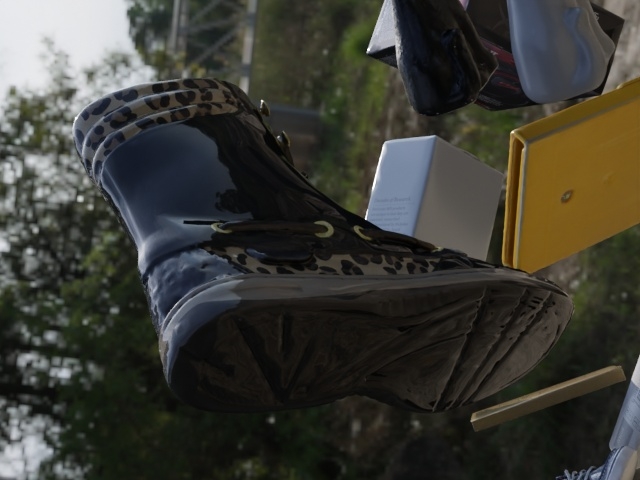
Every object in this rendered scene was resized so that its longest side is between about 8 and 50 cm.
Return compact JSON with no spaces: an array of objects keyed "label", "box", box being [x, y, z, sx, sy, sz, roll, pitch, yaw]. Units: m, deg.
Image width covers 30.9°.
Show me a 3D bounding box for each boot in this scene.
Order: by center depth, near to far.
[{"label":"boot","box":[0.000,0.000,0.921,0.284,0.378,0.138,53,131,39]},{"label":"boot","box":[0.320,0.304,1.400,0.069,0.086,0.190,-39,-33,-41]}]

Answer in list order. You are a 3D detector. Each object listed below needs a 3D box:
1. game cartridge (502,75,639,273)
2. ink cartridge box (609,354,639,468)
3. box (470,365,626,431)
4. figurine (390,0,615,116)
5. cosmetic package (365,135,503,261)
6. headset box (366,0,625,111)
[{"label":"game cartridge","box":[0.429,-0.108,1.784,0.052,0.324,0.285,50,155,40]},{"label":"ink cartridge box","box":[0.486,0.189,1.457,0.056,0.225,0.181,-120,26,-45]},{"label":"box","box":[0.297,0.207,1.526,0.164,0.201,0.021,34,-144,-79]},{"label":"figurine","box":[0.127,-0.218,0.979,0.092,0.215,0.209,-46,-62,-31]},{"label":"cosmetic package","box":[0.104,0.019,1.203,0.086,0.117,0.231,-3,68,48]},{"label":"headset box","box":[0.226,-0.262,1.487,0.293,0.218,0.110,4,75,68]}]
